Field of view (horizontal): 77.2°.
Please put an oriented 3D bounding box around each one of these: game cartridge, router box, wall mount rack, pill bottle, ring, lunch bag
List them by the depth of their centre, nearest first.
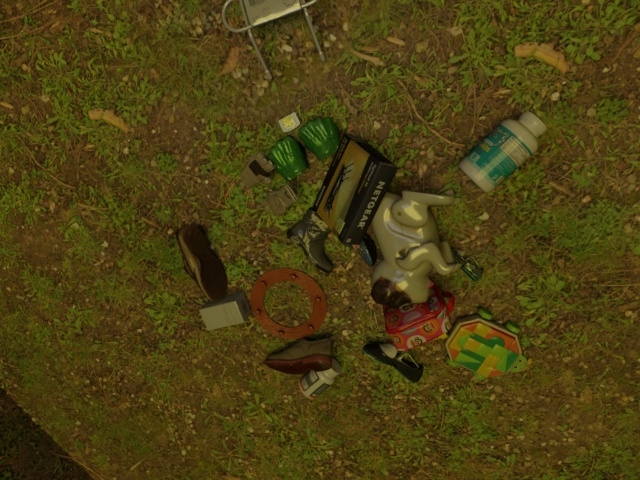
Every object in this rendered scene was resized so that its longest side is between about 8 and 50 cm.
[{"bbox_3d":[0.599,-0.293,1.316,0.146,0.146,0.264,43,109,-4],"label":"pill bottle"},{"bbox_3d":[-0.133,-0.728,1.332,0.350,0.130,0.303,-13,101,14],"label":"wall mount rack"},{"bbox_3d":[0.108,-0.176,1.385,0.081,0.243,0.308,4,122,-35],"label":"router box"},{"bbox_3d":[0.364,0.257,1.458,0.258,0.293,0.120,-26,103,13],"label":"lunch bag"},{"bbox_3d":[-0.114,-0.432,1.475,0.083,0.017,0.056,-24,105,17],"label":"game cartridge"},{"bbox_3d":[-0.140,0.277,1.698,0.337,0.032,0.336,3,108,10],"label":"ring"},{"bbox_3d":[0.002,0.590,1.730,0.108,0.108,0.180,43,110,-4],"label":"pill bottle"}]

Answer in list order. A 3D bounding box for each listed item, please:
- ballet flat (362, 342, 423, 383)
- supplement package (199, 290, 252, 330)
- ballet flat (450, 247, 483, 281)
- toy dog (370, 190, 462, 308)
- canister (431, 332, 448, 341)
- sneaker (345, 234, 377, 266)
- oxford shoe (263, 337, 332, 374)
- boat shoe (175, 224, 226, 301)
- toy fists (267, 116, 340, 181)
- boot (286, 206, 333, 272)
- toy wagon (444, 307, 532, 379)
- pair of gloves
[{"bbox_3d":[0.308,0.482,1.654,0.281,0.095,0.096,33,101,-12],"label":"ballet flat"},{"bbox_3d":[-0.405,0.301,1.715,0.180,0.105,0.105,-15,105,14],"label":"supplement package"},{"bbox_3d":[0.532,0.073,1.497,0.188,0.070,0.070,41,110,-6],"label":"ballet flat"},{"bbox_3d":[0.285,0.035,1.376,0.396,0.284,0.407,7,97,15],"label":"toy dog"},{"bbox_3d":[0.404,0.354,1.598,0.170,0.073,0.126,-24,101,18],"label":"canister"},{"bbox_3d":[0.142,0.007,1.543,0.087,0.083,0.221,-27,101,36],"label":"sneaker"},{"bbox_3d":[-0.092,0.495,1.728,0.349,0.130,0.123,-13,137,29],"label":"oxford shoe"},{"bbox_3d":[-0.511,0.099,1.681,0.123,0.123,0.341,-6,115,43],"label":"boat shoe"},{"bbox_3d":[-0.060,-0.341,1.454,0.279,0.096,0.142,-28,113,16],"label":"toy fists"},{"bbox_3d":[0.000,0.000,1.561,0.161,0.083,0.246,-43,97,14],"label":"boot"},{"bbox_3d":[0.673,0.428,1.573,0.345,0.068,0.267,25,110,2],"label":"toy wagon"},{"bbox_3d":[-0.195,-0.209,1.507,0.240,0.042,0.204,51,142,-3],"label":"pair of gloves"}]
